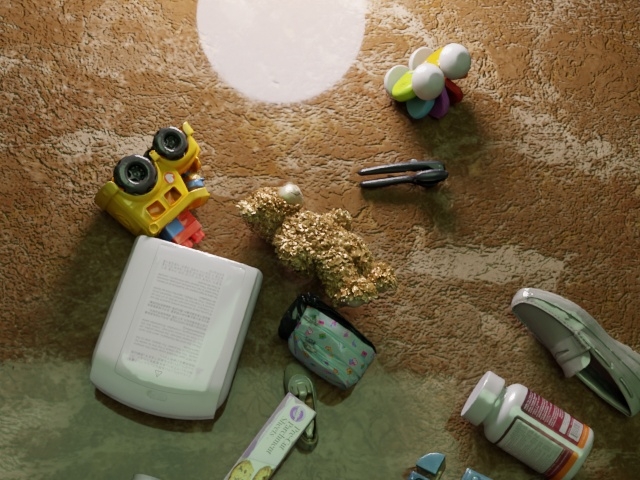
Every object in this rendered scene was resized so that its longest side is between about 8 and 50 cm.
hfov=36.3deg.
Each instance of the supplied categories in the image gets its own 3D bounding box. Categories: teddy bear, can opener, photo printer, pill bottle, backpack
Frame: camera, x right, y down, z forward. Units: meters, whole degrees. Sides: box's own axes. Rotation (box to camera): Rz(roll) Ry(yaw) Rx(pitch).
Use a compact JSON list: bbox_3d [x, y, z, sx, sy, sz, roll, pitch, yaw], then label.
[{"bbox_3d":[0.000,0.000,1.841,0.245,0.113,0.338,-10,48,-39],"label":"teddy bear"},{"bbox_3d":[0.169,-0.138,2.003,0.186,0.073,0.059,-2,75,1],"label":"can opener"},{"bbox_3d":[-0.265,0.167,1.778,0.256,0.107,0.308,16,66,-1],"label":"photo printer"},{"bbox_3d":[0.378,0.341,1.792,0.221,0.121,0.121,32,66,6],"label":"pill bottle"},{"bbox_3d":[0.011,0.188,1.803,0.182,0.152,0.115,36,83,4],"label":"backpack"}]

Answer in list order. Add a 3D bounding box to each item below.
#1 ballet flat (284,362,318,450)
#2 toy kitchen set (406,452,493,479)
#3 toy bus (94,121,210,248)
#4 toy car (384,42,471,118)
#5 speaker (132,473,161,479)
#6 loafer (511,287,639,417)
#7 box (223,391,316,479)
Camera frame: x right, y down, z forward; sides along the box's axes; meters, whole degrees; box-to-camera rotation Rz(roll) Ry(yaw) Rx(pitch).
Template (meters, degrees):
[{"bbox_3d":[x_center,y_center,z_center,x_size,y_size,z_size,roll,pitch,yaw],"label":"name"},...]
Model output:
[{"bbox_3d":[-0.028,0.299,1.786,0.057,0.052,0.168,-8,68,-12],"label":"ballet flat"},{"bbox_3d":[0.207,0.479,1.683,0.166,0.122,0.207,24,65,21],"label":"toy kitchen set"},{"bbox_3d":[-0.289,-0.088,1.875,0.211,0.149,0.220,47,65,-2],"label":"toy bus"},{"bbox_3d":[0.237,-0.328,2.062,0.182,0.159,0.136,-38,114,-21],"label":"toy car"},{"bbox_3d":[-0.312,0.471,1.669,0.055,0.055,0.136,14,66,-2],"label":"speaker"},{"bbox_3d":[0.497,0.212,1.871,0.319,0.112,0.111,36,58,7],"label":"loafer"},{"bbox_3d":[-0.127,0.412,1.689,0.067,0.063,0.324,37,77,7],"label":"box"}]
